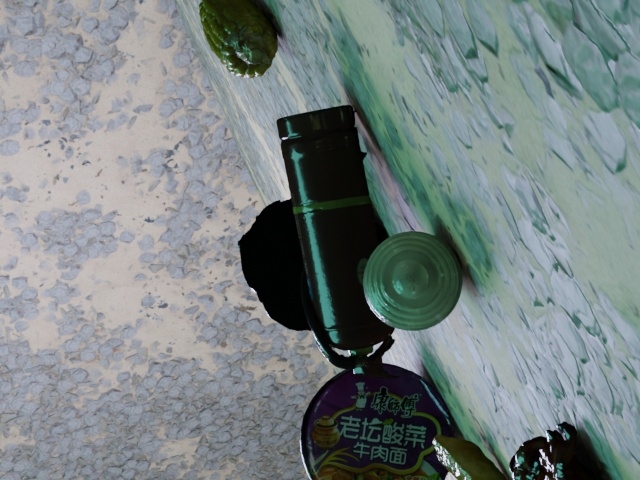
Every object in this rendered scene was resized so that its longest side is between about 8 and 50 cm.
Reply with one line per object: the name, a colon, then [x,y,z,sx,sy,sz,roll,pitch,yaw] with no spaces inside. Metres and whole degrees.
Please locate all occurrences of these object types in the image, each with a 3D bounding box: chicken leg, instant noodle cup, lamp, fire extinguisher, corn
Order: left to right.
corn: [-0.125,-0.310,1.756,0.097,0.097,0.261,67,175,-31]
fire extinguisher: [0.032,0.012,1.429,0.105,0.141,0.341,-7,96,45]
instant noodle cup: [0.106,0.337,1.973,0.251,0.251,0.190,62,-176,17]
lamp: [0.103,0.044,1.307,0.106,0.106,0.193,63,-175,5]
chicken leg: [0.250,0.268,1.080,0.322,0.083,0.177,-121,21,-60]

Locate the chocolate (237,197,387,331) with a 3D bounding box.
chocolate: [0.000,0.000,1.745,0.206,0.224,0.177,32,-152,-4]

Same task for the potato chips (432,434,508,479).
potato chips: [0.266,0.407,1.557,0.407,0.080,0.057,-120,23,-46]
